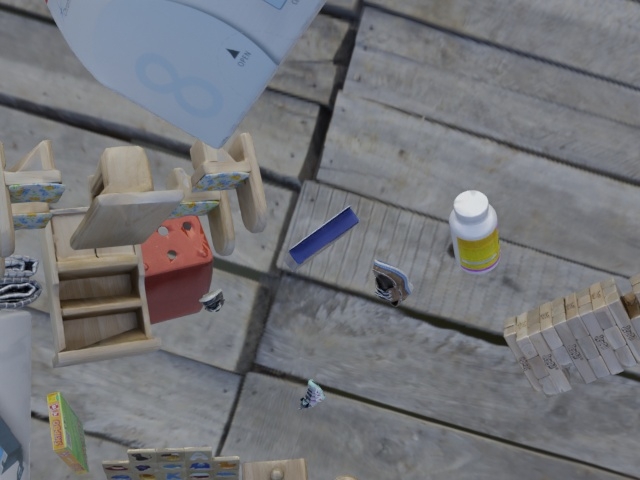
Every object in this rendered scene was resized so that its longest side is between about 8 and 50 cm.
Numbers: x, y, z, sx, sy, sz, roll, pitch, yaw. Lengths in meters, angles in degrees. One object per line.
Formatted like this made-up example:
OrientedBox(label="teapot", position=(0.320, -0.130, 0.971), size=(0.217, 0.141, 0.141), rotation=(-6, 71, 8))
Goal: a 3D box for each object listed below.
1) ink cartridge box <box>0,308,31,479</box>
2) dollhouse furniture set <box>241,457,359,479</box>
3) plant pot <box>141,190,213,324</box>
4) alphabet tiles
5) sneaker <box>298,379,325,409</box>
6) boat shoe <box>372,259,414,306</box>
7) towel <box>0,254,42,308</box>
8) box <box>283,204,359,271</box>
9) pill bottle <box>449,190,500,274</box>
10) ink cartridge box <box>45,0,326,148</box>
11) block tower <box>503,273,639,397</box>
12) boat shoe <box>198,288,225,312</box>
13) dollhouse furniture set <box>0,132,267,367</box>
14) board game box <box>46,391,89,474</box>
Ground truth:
OrientedBox(label="ink cartridge box", position=(-0.326, 0.214, 0.658), size=(0.066, 0.261, 0.296), rotation=(1, 92, 12))
OrientedBox(label="dollhouse furniture set", position=(0.022, 0.221, 0.649), size=(0.144, 0.151, 0.123), rotation=(-1, 68, -13))
OrientedBox(label="plant pot", position=(-0.382, 0.026, 1.835), size=(0.267, 0.236, 0.267), rotation=(-13, 73, -33))
OrientedBox(label="alphabet tiles", position=(-0.321, 0.522, 1.826), size=(0.285, 0.343, 0.011), rotation=(0, 55, -6))
OrientedBox(label="sneaker", position=(-0.027, 0.366, 1.937), size=(0.069, 0.098, 0.038), rotation=(-40, 55, -11))
OrientedBox(label="boat shoe", position=(0.151, 0.098, 1.779), size=(0.066, 0.183, 0.066), rotation=(23, 80, 32))
OrientedBox(label="towel", position=(-0.744, 0.105, 1.693), size=(0.283, 0.235, 0.121), rotation=(0, 79, -39))
OrientedBox(label="box", position=(0.000, 0.000, 1.524), size=(0.136, 0.225, 0.036), rotation=(-36, 87, -7))
OrientedBox(label="pill bottle", position=(0.142, -0.008, 0.766), size=(0.043, 0.083, 0.043), rotation=(-8, 52, 10))
OrientedBox(label="ink cartridge box", position=(-0.192, -0.269, 0.736), size=(0.385, 0.308, 0.091), rotation=(27, 59, -14))
OrientedBox(label="block tower", position=(0.401, 0.088, 1.030), size=(0.335, 0.091, 0.097), rotation=(-27, 99, 20))
OrientedBox(label="boat shoe", position=(-0.198, 0.115, 1.542), size=(0.046, 0.125, 0.038), rotation=(-24, 91, -10))
OrientedBox(label="dollhouse furniture set", position=(-0.311, 0.029, 1.268), size=(0.362, 0.394, 0.257), rotation=(-6, 77, -28))
OrientedBox(label="board game box", position=(-0.560, 0.437, 1.861), size=(0.039, 0.259, 0.124), rotation=(-13, 64, -7))
